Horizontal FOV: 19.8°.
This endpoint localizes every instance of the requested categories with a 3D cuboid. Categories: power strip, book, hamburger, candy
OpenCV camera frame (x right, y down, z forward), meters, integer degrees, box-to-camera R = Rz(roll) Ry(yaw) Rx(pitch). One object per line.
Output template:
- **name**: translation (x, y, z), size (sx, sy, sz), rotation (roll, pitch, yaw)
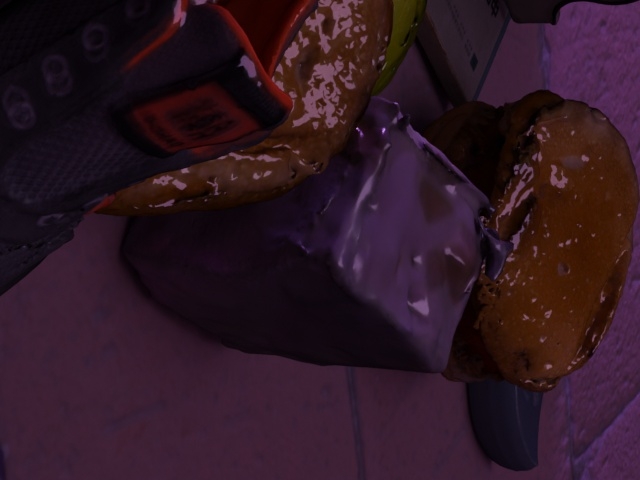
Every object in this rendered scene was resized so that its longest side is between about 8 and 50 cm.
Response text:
- **power strip**: translation (0.204, 0.074, 1.685), size (0.253, 0.054, 0.167), rotation (-60, 143, -33)
- **book**: translation (0.132, -0.277, 1.527), size (0.215, 0.025, 0.283), rotation (58, 46, -45)
- **hamburger**: translation (-0.095, -0.159, 1.011), size (0.318, 0.158, 0.318), rotation (-8, 102, -41)
- **hamburger**: translation (0.143, 0.001, 1.469), size (0.244, 0.163, 0.244), rotation (-13, 107, -50)
- **candy**: translation (0.000, 0.000, 1.194), size (0.185, 0.195, 0.137), rotation (42, 58, -50)

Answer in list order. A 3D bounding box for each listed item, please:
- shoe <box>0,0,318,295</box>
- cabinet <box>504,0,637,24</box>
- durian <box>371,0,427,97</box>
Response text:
- **shoe**: translation (-0.091, -0.064, 0.821), size (0.336, 0.171, 0.132), rotation (-49, 130, -16)
- **cabinet**: translation (0.241, -0.371, 1.454), size (0.318, 0.227, 0.290), rotation (55, 47, -46)
- **durian**: translation (0.004, -0.184, 1.262), size (0.139, 0.101, 0.250), rotation (-14, 114, -18)
